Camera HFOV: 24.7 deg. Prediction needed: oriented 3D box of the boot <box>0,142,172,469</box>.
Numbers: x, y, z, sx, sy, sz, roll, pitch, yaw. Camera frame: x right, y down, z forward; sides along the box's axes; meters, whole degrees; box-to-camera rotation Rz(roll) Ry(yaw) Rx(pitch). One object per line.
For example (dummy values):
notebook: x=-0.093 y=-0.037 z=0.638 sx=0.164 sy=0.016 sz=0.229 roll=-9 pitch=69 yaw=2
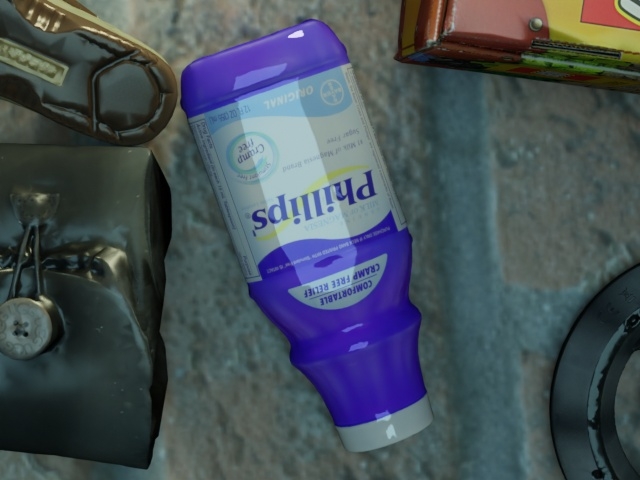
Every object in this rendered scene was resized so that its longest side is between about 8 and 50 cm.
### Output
boot: x=-0.323 y=0.113 z=0.957 sx=0.445 sy=0.146 sz=0.367 roll=2 pitch=96 yaw=-8

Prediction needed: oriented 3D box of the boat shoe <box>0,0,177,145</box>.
boat shoe: x=-0.216 y=-0.141 z=0.957 sx=0.257 sy=0.095 sz=0.095 roll=32 pitch=98 yaw=-13

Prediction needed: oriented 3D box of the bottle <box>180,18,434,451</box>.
bottle: x=0.000 y=0.000 z=0.983 sx=0.118 sy=0.092 sz=0.283 roll=-19 pitch=95 yaw=-3

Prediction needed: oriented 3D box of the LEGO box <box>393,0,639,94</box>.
LEGO box: x=0.269 y=-0.338 z=0.923 sx=0.372 sy=0.193 sz=0.500 roll=8 pitch=94 yaw=-4

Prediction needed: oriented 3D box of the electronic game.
electronic game: x=0.275 y=0.118 z=1.032 sx=0.229 sy=0.048 sz=0.229 roll=0 pitch=93 yaw=-3
